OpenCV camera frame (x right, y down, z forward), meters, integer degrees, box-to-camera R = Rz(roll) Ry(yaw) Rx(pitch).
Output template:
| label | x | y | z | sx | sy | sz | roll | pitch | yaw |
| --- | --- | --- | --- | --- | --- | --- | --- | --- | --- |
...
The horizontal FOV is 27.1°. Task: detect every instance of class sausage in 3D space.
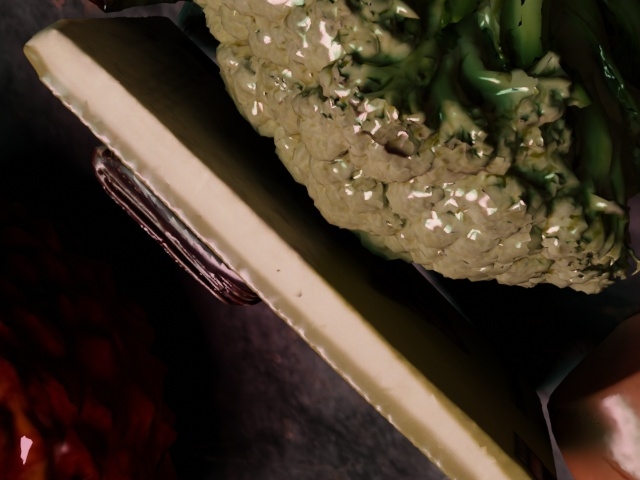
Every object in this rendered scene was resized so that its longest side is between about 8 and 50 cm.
| label | x | y | z | sx | sy | sz | roll | pitch | yaw |
| --- | --- | --- | --- | --- | --- | --- | --- | --- | --- |
| sausage | 0.246 | 0.188 | 0.757 | 0.121 | 0.121 | 0.304 | -31 | 93 | 44 |

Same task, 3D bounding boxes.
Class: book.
| label | x | y | z | sx | sy | sz | roll | pitch | yaw |
| --- | --- | --- | --- | --- | --- | --- | --- | --- | --- |
| book | 0.000 | 0.000 | 0.752 | 0.352 | 0.239 | 0.035 | 44 | 102 | -3 |

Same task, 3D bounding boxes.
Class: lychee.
| label | x | y | z | sx | sy | sz | roll | pitch | yaw |
| --- | --- | --- | --- | --- | --- | --- | --- | --- | --- |
| lychee | -0.318 | 0.134 | 0.964 | 0.425 | 0.424 | 0.499 | 9 | 123 | 34 |

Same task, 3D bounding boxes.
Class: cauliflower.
| label | x | y | z | sx | sy | sz | roll | pitch | yaw |
| --- | --- | --- | --- | --- | --- | --- | --- | --- | --- |
| cauliflower | 0.080 | -0.113 | 0.669 | 0.250 | 0.275 | 0.272 | -47 | 61 | 11 |

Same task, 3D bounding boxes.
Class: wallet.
| label | x | y | z | sx | sy | sz | roll | pitch | yaw |
| --- | --- | --- | --- | --- | --- | --- | --- | --- | --- |
| wallet | -0.048 | -0.019 | 0.803 | 0.122 | 0.232 | 0.031 | 47 | 106 | 6 |

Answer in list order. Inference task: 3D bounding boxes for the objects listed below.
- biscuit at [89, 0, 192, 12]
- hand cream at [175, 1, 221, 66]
| label | x | y | z | sx | sy | sz | roll | pitch | yaw |
| --- | --- | --- | --- | --- | --- | --- | --- | --- | --- |
| biscuit | -0.142 | -0.217 | 0.799 | 0.252 | 0.106 | 0.070 | 38 | 127 | 35 |
| hand cream | -0.039 | -0.185 | 0.814 | 0.075 | 0.052 | 0.248 | 41 | 133 | 13 |
